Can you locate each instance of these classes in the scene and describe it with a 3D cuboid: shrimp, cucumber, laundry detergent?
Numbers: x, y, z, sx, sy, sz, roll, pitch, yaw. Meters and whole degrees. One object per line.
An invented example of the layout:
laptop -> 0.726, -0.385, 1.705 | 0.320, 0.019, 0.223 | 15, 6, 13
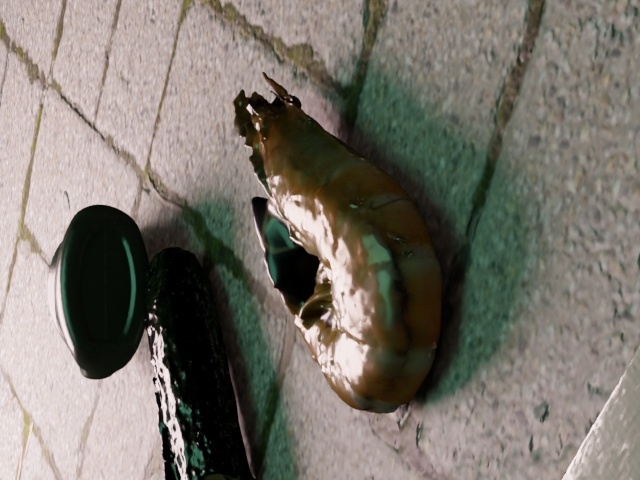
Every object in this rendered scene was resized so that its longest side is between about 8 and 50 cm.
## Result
shrimp -> 0.000, 0.000, 0.908 | 0.287, 0.063, 0.152 | -126, 38, -49
cucumber -> -0.097, 0.098, 1.057 | 0.067, 0.067, 0.245 | -52, 42, 45
laundry detergent -> -0.198, 0.049, 1.218 | 0.221, 0.078, 0.144 | 156, 112, -73

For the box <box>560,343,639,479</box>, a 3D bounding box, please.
box -> 0.167, 0.109, 0.600 | 0.245, 0.035, 0.139 | -66, 34, 30
